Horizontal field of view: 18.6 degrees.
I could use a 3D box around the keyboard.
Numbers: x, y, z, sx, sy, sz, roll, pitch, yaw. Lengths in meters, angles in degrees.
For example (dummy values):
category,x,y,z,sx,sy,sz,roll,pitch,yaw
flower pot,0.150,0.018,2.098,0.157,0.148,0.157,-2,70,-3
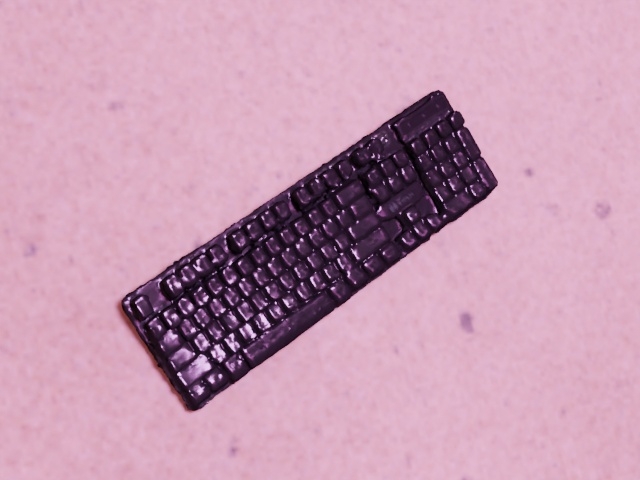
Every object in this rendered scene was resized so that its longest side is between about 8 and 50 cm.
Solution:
category,x,y,z,sx,sy,sz,roll,pitch,yaw
keyboard,0.000,0.000,0.889,0.195,0.018,0.060,-36,96,-26
